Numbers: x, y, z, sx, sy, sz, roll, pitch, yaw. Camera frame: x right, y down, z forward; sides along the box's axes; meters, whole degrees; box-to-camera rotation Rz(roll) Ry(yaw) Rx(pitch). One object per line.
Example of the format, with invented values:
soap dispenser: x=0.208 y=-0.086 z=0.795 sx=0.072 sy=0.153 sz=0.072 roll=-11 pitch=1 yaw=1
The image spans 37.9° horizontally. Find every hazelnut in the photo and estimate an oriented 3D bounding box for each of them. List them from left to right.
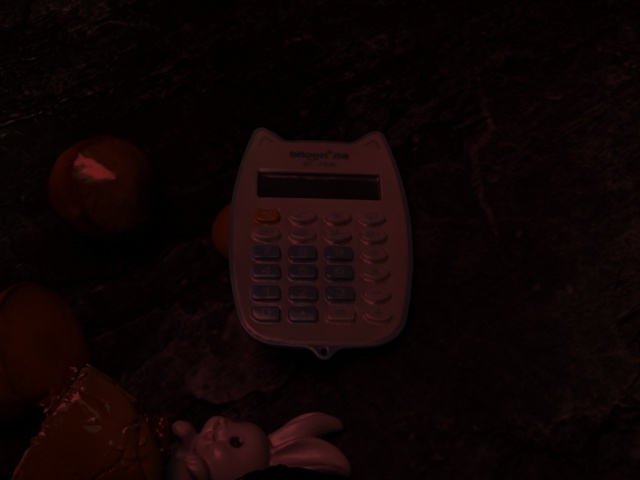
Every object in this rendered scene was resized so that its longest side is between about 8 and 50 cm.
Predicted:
hazelnut: x=-0.335 y=-0.073 z=1.470 sx=0.182 sy=0.182 sz=0.182 roll=-10 pitch=47 yaw=11

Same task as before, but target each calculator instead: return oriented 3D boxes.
calculator: x=0.000 y=0.000 z=1.306 sx=0.256 sy=0.054 sz=0.386 roll=1 pitch=52 yaw=-4

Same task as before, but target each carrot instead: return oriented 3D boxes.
carrot: x=-0.479 y=0.184 z=1.304 sx=0.254 sy=0.196 sz=0.196 roll=-19 pitch=45 yaw=18

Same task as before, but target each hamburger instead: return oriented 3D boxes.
hamburger: x=-0.272 y=0.286 z=1.058 sx=0.245 sy=0.282 sz=0.155 roll=-19 pitch=8 yaw=2

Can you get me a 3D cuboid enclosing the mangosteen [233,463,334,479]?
mangosteen: x=-0.032 y=0.353 z=0.977 sx=0.194 sy=0.194 sz=0.230 roll=-19 pitch=81 yaw=3

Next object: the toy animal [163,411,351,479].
toy animal: x=-0.080 y=0.248 z=1.112 sx=0.221 sy=0.130 sz=0.104 roll=-24 pitch=24 yaw=-5

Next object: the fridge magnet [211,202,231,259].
fridge magnet: x=-0.093 y=-0.018 z=1.395 sx=0.143 sy=0.063 sz=0.143 roll=-9 pitch=47 yaw=10

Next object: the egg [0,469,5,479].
egg: x=-0.519 y=0.339 z=1.073 sx=0.351 sy=0.282 sz=0.282 roll=-22 pitch=43 yaw=24
